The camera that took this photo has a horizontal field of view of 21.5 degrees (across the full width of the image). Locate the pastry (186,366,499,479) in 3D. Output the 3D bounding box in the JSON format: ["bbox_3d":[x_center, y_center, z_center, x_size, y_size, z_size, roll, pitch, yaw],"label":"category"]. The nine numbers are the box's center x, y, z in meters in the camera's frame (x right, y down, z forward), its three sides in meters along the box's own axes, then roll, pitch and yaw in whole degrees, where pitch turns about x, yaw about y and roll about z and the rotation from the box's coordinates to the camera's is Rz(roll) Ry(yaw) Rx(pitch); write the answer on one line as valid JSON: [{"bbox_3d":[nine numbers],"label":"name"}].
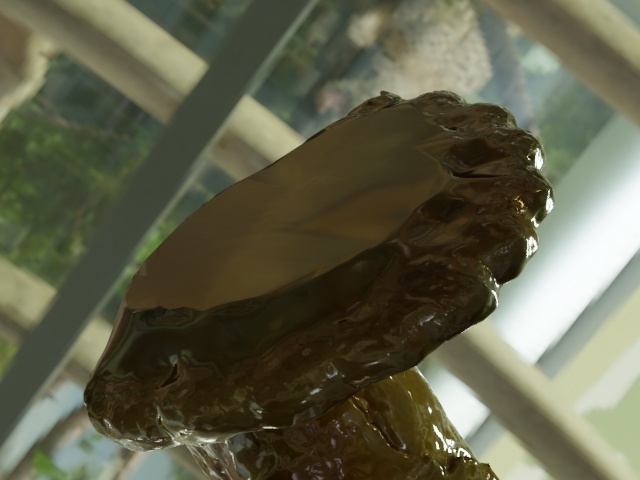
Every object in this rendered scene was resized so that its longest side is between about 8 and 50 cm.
[{"bbox_3d":[0.015,0.176,1.264,0.164,0.356,0.356,-37,-179,-9],"label":"pastry"}]

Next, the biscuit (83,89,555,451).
[{"bbox_3d":[0.000,0.000,1.114,0.329,0.078,0.335,-22,-153,20],"label":"biscuit"}]
